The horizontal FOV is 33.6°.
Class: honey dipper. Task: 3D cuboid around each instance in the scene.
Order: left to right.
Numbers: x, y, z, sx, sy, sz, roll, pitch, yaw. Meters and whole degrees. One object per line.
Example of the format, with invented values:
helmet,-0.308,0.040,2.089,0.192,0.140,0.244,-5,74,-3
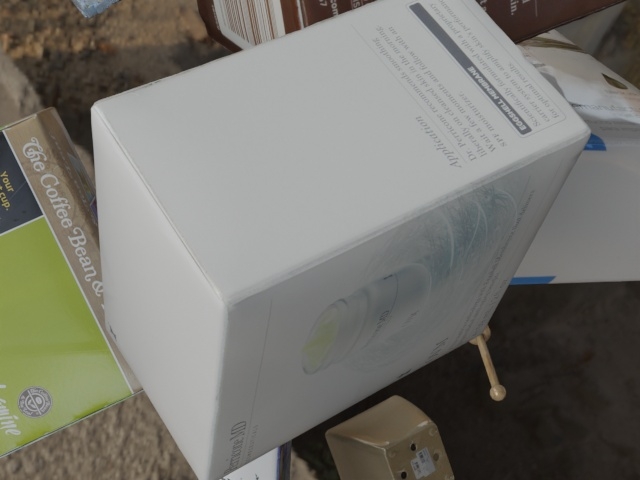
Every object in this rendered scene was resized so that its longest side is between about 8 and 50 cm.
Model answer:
honey dipper,0.191,0.135,1.230,0.030,0.030,0.161,12,28,-10

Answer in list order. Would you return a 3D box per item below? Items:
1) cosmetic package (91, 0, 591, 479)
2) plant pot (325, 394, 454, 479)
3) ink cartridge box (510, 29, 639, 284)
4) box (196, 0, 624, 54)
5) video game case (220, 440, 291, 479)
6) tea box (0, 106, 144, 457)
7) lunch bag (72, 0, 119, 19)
cosmetic package,0.000,0.000,0.614,0.224,0.224,0.138,-24,63,-22
plant pot,0.087,0.250,1.204,0.109,0.096,0.109,-23,98,-26
ink cartridge box,0.163,-0.127,1.131,0.285,0.166,0.395,-1,32,-24
box,0.111,-0.237,0.764,0.381,0.143,0.191,-22,35,-19
video game case,-0.066,0.279,1.044,0.061,0.244,0.269,4,1,1
tea box,-0.390,0.059,1.227,0.323,0.329,0.220,-24,12,-4
lunch bag,-0.169,-0.211,0.823,0.071,0.053,0.083,-38,55,-6
